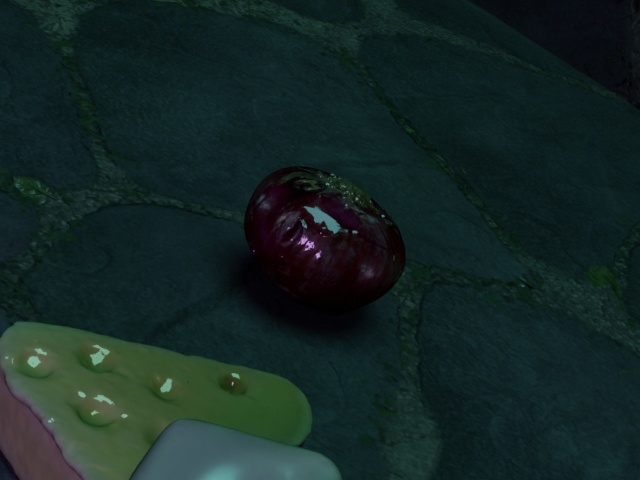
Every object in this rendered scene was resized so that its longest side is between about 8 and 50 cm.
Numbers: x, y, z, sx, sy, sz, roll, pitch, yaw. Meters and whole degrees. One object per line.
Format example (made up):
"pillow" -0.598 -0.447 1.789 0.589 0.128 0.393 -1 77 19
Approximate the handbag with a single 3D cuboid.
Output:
"handbag" -0.097 0.299 1.384 0.241 0.109 0.315 13 29 5

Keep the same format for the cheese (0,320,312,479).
"cheese" -0.215 0.217 1.668 0.384 0.104 0.384 20 28 -11

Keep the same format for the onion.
"onion" 0.000 0.000 2.140 0.246 0.190 0.246 38 16 -13
